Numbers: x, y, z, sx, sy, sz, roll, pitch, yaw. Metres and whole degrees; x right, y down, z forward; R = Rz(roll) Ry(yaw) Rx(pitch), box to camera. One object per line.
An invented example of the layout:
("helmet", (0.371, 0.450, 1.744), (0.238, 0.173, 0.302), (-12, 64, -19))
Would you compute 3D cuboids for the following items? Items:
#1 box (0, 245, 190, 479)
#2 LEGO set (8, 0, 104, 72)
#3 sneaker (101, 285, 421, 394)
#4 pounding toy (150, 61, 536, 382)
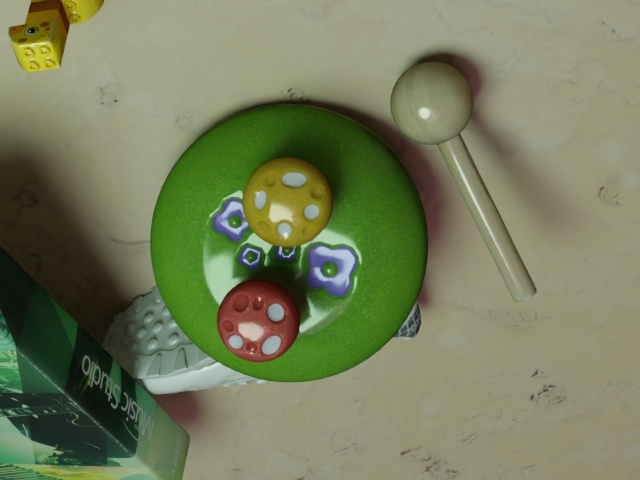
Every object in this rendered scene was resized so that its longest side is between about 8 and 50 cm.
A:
("box", (-0.254, 0.092, 1.090), (0.232, 0.058, 0.322), (-2, 152, 21))
("LEGO set", (-0.188, -0.146, 0.951), (0.227, 0.093, 0.087), (-10, 130, 9))
("sneaker", (-0.046, 0.069, 1.147), (0.235, 0.090, 0.095), (-17, 138, 17))
("pounding toy", (0.000, 0.000, 1.015), (0.237, 0.110, 0.183), (-19, 96, 8))
